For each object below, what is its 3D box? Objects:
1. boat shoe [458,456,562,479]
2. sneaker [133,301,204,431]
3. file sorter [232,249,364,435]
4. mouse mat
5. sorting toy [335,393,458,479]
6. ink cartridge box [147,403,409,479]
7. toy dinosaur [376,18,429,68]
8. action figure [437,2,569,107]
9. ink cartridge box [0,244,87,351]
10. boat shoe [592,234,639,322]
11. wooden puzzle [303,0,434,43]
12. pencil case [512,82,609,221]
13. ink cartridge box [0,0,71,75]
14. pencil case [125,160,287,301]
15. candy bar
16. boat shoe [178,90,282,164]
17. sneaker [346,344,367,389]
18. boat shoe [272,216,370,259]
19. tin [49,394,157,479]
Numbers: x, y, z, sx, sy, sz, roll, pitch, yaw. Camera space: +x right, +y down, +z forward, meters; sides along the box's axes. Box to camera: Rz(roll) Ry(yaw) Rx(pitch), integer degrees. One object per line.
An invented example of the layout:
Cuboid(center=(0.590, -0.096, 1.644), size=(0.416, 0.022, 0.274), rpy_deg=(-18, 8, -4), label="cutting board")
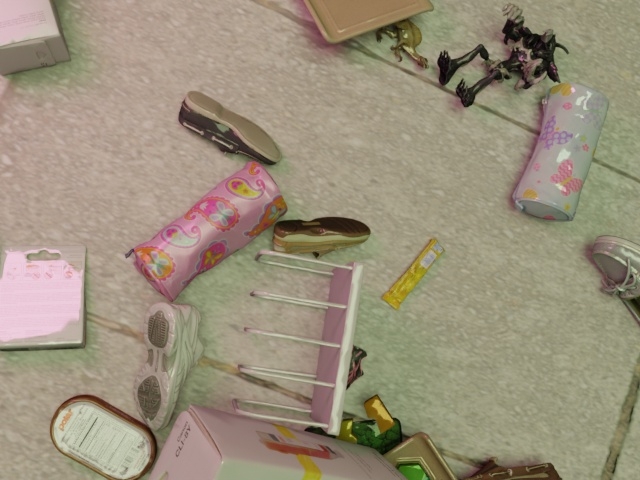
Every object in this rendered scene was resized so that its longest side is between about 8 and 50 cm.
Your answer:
Cuboid(center=(0.324, 0.458, 1.312), size=(0.257, 0.095, 0.095), rpy_deg=(1, 49, -4), label="boat shoe")
Cuboid(center=(-0.247, 0.217, 1.208), size=(0.090, 0.115, 0.232), rpy_deg=(21, 103, 33), label="sneaker")
Cuboid(center=(-0.046, 0.168, 1.202), size=(0.173, 0.193, 0.278), rpy_deg=(10, 83, -8), label="file sorter")
Cuboid(center=(0.064, 0.412, 1.293), size=(0.189, 0.007, 0.153), rpy_deg=(-3, 85, -11), label="mouse mat")
Cuboid(center=(0.122, 0.446, 1.240), size=(0.229, 0.041, 0.307), rpy_deg=(-34, 86, 5), label="sorting toy")
Cuboid(center=(-0.074, 0.445, 1.073), size=(0.384, 0.160, 0.279), rpy_deg=(23, 93, -32), label="ink cartridge box")
Cuboid(center=(0.160, -0.417, 1.381), size=(0.092, 0.053, 0.183), rpy_deg=(-12, 87, -27), label="toy dinosaur")
Cuboid(center=(0.377, -0.360, 1.366), size=(0.275, 0.141, 0.164), rpy_deg=(-25, 78, -11), label="action figure")
Cuboid(center=(-0.479, 0.099, 1.206), size=(0.145, 0.045, 0.179), rpy_deg=(-1, 66, -11), label="ink cartridge box")
Cuboid(center=(0.650, 0.120, 1.387), size=(0.320, 0.118, 0.103), rpy_deg=(46, 73, -11), label="boat shoe")
Cuboid(center=(0.068, -0.488, 1.343), size=(0.238, 0.044, 0.221), rpy_deg=(-21, 70, -16), label="wooden puzzle")
Cuboid(center=(0.473, -0.173, 1.379), size=(0.124, 0.113, 0.273), rpy_deg=(20, 81, -2), label="pencil case")
Cuboid(center=(-0.518, -0.393, 1.191), size=(0.127, 0.128, 0.176), rpy_deg=(-17, 88, -12), label="ink cartridge box")
Cuboid(center=(-0.194, -0.018, 1.228), size=(0.284, 0.124, 0.124), rpy_deg=(-39, 93, -12), label="pencil case")
Cuboid(center=(0.182, 0.062, 1.345), size=(0.040, 0.018, 0.161), rpy_deg=(43, 78, -8), label="candy bar")
Cuboid(center=(-0.167, -0.194, 1.289), size=(0.206, 0.075, 0.065), rpy_deg=(32, 122, -12), label="boat shoe")
Cuboid(center=(0.053, 0.249, 1.291), size=(0.057, 0.047, 0.119), rpy_deg=(22, 82, -20), label="sneaker")
Cuboid(center=(0.000, 0.000, 1.298), size=(0.189, 0.068, 0.072), rpy_deg=(0, 119, -20), label="boat shoe")
Cuboid(center=(-0.370, 0.339, 1.198), size=(0.189, 0.040, 0.106), rpy_deg=(32, 75, -7), label="tin")
